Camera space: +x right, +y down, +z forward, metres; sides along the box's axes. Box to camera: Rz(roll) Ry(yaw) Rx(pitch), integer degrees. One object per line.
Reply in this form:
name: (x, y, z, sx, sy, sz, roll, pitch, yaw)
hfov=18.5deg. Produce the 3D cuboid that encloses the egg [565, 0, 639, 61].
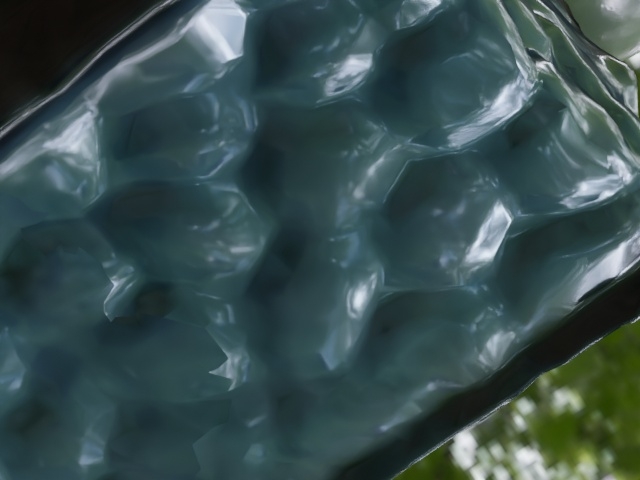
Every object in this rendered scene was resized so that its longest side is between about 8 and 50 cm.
egg: (0.129, -0.162, 1.030, 0.149, 0.149, 0.192, -11, -171, 32)

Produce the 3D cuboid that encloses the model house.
model house: (-0.166, -0.077, 0.479, 0.360, 0.339, 0.297, -33, -140, 12)
